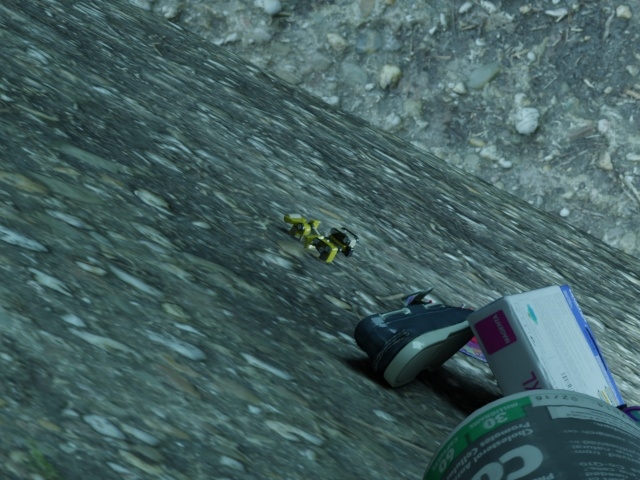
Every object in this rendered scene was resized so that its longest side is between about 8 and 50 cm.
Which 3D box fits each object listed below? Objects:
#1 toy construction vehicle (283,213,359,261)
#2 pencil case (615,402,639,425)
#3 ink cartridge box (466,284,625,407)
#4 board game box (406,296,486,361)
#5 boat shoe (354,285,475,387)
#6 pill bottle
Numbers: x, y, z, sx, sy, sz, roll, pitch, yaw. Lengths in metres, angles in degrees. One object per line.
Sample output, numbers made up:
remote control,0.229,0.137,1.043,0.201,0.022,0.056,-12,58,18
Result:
toy construction vehicle,0.000,0.000,2.251,0.098,0.035,0.086,34,23,34
pencil case,0.345,0.226,1.916,0.151,0.070,0.064,65,11,-71
ink cartridge box,0.270,0.148,1.996,0.186,0.065,0.311,64,21,7
board game box,0.175,0.101,2.228,0.133,0.033,0.168,30,11,3
boat shoe,0.109,0.103,1.923,0.079,0.095,0.254,44,24,14
pill bottle,0.182,0.252,1.174,0.204,0.204,0.361,28,11,-10
